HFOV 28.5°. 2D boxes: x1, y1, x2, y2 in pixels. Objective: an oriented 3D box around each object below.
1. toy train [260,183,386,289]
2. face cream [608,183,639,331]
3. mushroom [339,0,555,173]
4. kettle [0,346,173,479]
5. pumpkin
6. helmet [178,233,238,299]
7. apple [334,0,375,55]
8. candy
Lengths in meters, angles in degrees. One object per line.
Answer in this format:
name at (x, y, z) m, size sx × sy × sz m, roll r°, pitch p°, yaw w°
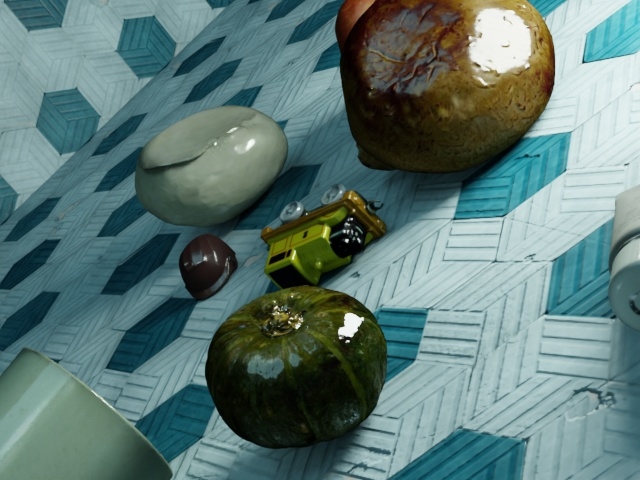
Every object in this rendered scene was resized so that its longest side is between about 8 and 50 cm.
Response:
toy train at (0.000, 0.000, 1.817) m, size 0.219 × 0.089 × 0.127 m, roll -23°, pitch 37°, yaw 35°
face cream at (0.349, -0.015, 1.289) m, size 0.143 × 0.089 × 0.314 m, roll -28°, pitch 16°, yaw 29°
mushroom at (0.178, -0.245, 1.825) m, size 0.345 × 0.345 × 0.239 m, roll -33°, pitch -21°, yaw 16°
kettle at (-0.407, 0.362, 1.584) m, size 0.377 × 0.250 × 0.361 m, roll -50°, pitch 3°, yaw -20°
pumpkin at (-0.026, 0.149, 1.459) m, size 0.223 × 0.157 × 0.224 m, roll -17°, pitch 25°, yaw 9°
helmet at (-0.192, 0.036, 2.071) m, size 0.098 × 0.070 × 0.123 m, roll -33°, pitch 21°, yaw 13°
apple at (0.137, -0.329, 2.079) m, size 0.230 × 0.230 × 0.230 m, roll -33°, pitch 22°, yaw 15°
candy at (-0.194, -0.129, 2.254) m, size 0.295 × 0.185 × 0.295 m, roll -18°, pitch 24°, yaw 8°
